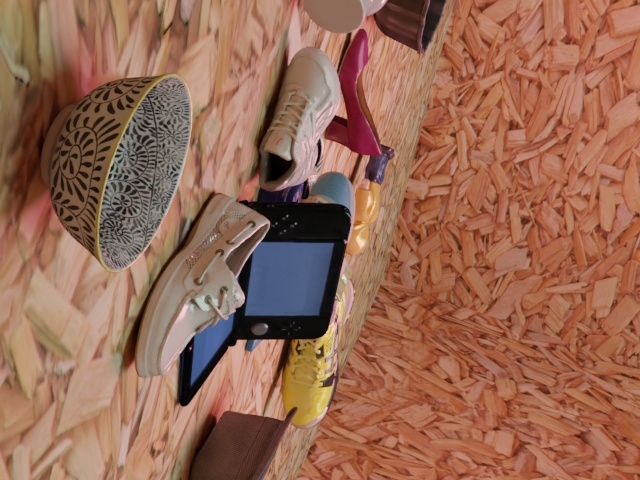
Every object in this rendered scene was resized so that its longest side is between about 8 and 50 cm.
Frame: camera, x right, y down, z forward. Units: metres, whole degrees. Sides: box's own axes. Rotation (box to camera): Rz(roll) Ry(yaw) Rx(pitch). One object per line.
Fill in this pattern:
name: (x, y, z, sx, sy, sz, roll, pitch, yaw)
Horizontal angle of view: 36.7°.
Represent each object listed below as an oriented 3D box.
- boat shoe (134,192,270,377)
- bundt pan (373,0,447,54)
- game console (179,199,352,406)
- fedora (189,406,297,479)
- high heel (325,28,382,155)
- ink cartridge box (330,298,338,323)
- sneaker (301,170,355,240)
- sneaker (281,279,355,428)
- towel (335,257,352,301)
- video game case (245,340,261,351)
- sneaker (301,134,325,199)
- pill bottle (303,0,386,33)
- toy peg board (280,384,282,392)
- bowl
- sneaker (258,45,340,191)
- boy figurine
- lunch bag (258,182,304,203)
boat shoe: (-0.141, 0.058, 1.210, 0.098, 0.096, 0.277, 96, 15, -56)
bundt pan: (0.197, -0.548, 1.927, 0.331, 0.124, 0.331, 19, 90, -81)
game console: (-0.084, 0.101, 1.453, 0.173, 0.250, 0.293, -100, -164, -45)
fedora: (-0.154, 0.394, 1.742, 0.244, 0.124, 0.275, -59, 174, -46)
high heel: (0.087, -0.278, 1.840, 0.082, 0.117, 0.244, -54, 161, -61)
ink cartridge box: (-0.025, 0.142, 2.079, 0.180, 0.104, 0.060, 6, 102, -82)
sneaker: (0.005, -0.026, 1.718, 0.208, 0.127, 0.319, 123, -9, -61)
sneaker: (-0.026, 0.252, 2.275, 0.147, 0.145, 0.385, 23, 77, -72)
towel: (0.024, 0.053, 2.193, 0.152, 0.023, 0.113, 56, 43, -33)
video game case: (-0.101, 0.121, 1.855, 0.119, 0.015, 0.166, -45, 153, -71)
sneaker: (-0.022, -0.146, 1.665, 0.161, 0.057, 0.075, 104, 6, -50)
pill bottle: (0.056, -0.398, 1.376, 0.124, 0.124, 0.222, 97, 15, -54)
toy peg board: (-0.028, 0.302, 2.477, 0.160, 0.079, 0.161, -50, 157, -67)
bowl: (-0.176, -0.065, 0.792, 0.170, 0.080, 0.170, 19, 90, -81)
sneaker: (-0.037, -0.168, 1.419, 0.115, 0.090, 0.232, -50, 156, -58)
boy figurine: (0.108, -0.102, 2.430, 0.177, 0.092, 0.285, 32, 78, -81)
lunch bag: (-0.063, -0.053, 1.557, 0.067, 0.065, 0.098, -58, 164, -55)
